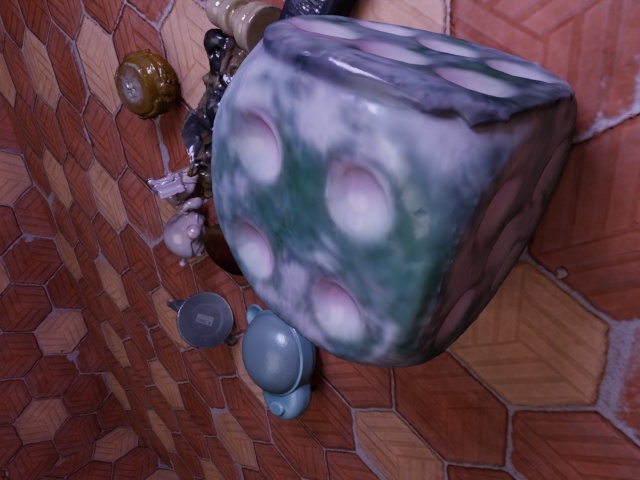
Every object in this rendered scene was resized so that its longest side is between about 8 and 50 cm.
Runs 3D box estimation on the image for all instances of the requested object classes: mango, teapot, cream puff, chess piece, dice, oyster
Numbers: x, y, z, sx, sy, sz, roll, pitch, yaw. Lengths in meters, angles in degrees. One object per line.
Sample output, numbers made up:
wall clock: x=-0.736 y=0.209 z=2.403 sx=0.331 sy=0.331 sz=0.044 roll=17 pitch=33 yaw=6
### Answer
mango: x=-0.206 y=0.021 z=1.126 sx=0.268 sy=0.111 sz=0.133 roll=7 pitch=144 yaw=53
teapot: x=-0.353 y=0.248 z=1.393 sx=0.239 sy=0.162 sz=0.149 roll=36 pitch=153 yaw=-16
cream puff: x=-0.405 y=-0.371 z=1.102 sx=0.165 sy=0.115 sz=0.150 roll=0 pitch=119 yaw=37
chess piece: x=-0.141 y=-0.398 z=0.840 sx=0.170 sy=0.094 sz=0.094 roll=42 pitch=137 yaw=33
dice: x=0.085 y=-0.079 z=0.591 sx=0.328 sy=0.330 sz=0.348 roll=32 pitch=134 yaw=29
oyster: x=-0.227 y=-0.249 z=0.992 sx=0.221 sy=0.096 sz=0.361 roll=55 pitch=134 yaw=21

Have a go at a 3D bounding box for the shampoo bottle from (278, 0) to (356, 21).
shampoo bottle: x=-0.016 y=-0.347 z=0.741 sx=0.098 sy=0.071 sz=0.309 roll=49 pitch=139 yaw=12

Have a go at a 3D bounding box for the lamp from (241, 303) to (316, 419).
lamp: x=-0.100 y=0.298 z=1.145 sx=0.209 sy=0.147 sz=0.283 roll=-4 pitch=109 yaw=45

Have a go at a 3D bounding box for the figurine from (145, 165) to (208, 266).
figurine: x=-0.359 y=-0.051 z=1.218 sx=0.182 sy=0.145 sz=0.256 roll=10 pitch=120 yaw=42
